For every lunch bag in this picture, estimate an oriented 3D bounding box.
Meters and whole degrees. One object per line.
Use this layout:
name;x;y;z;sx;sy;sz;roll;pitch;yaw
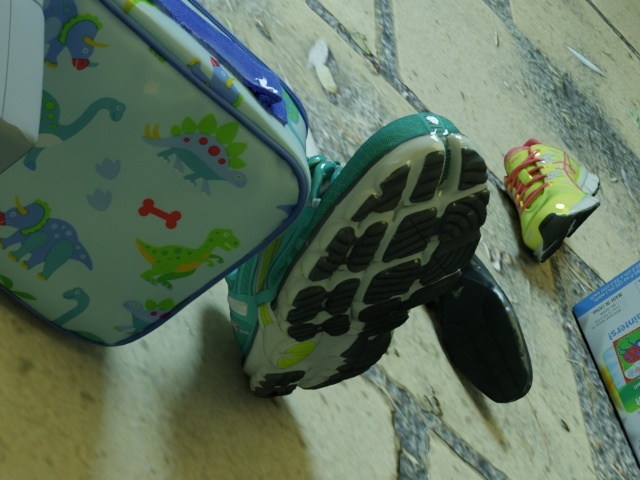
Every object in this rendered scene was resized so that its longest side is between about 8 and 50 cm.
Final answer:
lunch bag;-0.120;-0.059;0.841;0.219;0.176;0.090;39;26;-28

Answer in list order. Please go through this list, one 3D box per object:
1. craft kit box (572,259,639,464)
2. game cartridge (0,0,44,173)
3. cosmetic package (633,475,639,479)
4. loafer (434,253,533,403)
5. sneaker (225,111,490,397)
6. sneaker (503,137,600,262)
craft kit box;0.368;0.088;1.483;0.061;0.250;0.247;36;27;-38
game cartridge;-0.211;-0.114;0.718;0.062;0.198;0.297;28;31;-45
cosmetic package;0.250;0.250;1.181;0.160;0.113;0.309;56;23;10
loafer;0.121;0.053;1.306;0.061;0.062;0.170;27;34;-56
sneaker;0.000;0.000;0.923;0.107;0.275;0.110;-13;72;-26
sneaker;0.210;-0.046;1.628;0.094;0.081;0.208;43;16;-3
